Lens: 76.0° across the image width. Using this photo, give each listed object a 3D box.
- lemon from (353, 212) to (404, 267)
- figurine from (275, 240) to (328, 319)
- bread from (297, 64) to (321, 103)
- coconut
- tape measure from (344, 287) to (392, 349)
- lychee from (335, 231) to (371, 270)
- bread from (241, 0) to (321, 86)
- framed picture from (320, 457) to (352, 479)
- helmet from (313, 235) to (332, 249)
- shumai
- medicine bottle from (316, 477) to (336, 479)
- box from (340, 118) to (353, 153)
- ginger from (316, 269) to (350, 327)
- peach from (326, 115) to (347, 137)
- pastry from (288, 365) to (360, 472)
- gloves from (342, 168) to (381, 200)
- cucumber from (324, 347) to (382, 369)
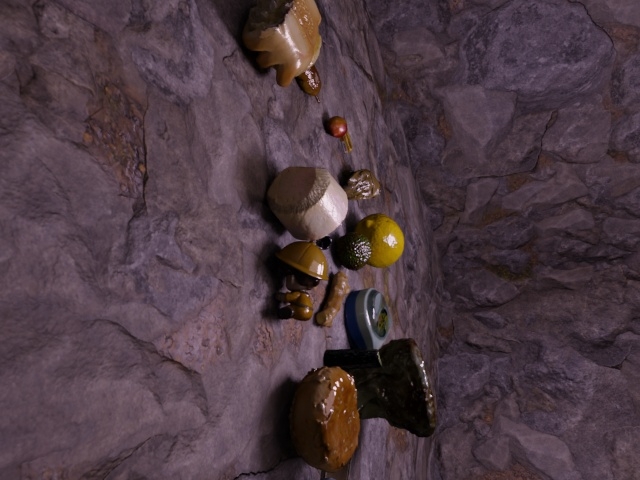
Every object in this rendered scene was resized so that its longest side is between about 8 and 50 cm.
[{"bbox_3d":[0.275,0.002,1.959,0.267,0.268,0.267,28,58,-60],"label":"lemon"},{"bbox_3d":[-0.060,0.129,1.315,0.192,0.167,0.256,38,51,-74],"label":"figurine"},{"bbox_3d":[-0.065,-0.689,1.620,0.344,0.084,0.124,55,37,-45],"label":"bread"},{"bbox_3d":[-0.034,-0.120,1.372,0.244,0.239,0.239,47,43,-48],"label":"coconut"},{"bbox_3d":[0.218,0.349,1.864,0.259,0.138,0.261,-45,123,-61],"label":"tape measure"},{"bbox_3d":[0.144,0.049,1.770,0.171,0.171,0.171,28,58,-60],"label":"lychee"},{"bbox_3d":[-0.126,-0.684,1.367,0.270,0.212,0.315,52,50,-54],"label":"bread"},{"bbox_3d":[0.082,0.781,1.593,0.232,0.024,0.314,57,36,-42],"label":"framed picture"},{"bbox_3d":[-0.002,-0.001,1.603,0.084,0.049,0.065,31,86,-27],"label":"helmet"},{"bbox_3d":[0.259,0.590,1.622,0.395,0.349,0.394,-9,90,-90],"label":"shumai"},{"bbox_3d":[-0.027,0.814,1.217,0.293,0.142,0.141,13,72,-62],"label":"medicine bottle"},{"bbox_3d":[0.120,-0.514,2.025,0.089,0.022,0.156,-52,130,-57],"label":"box"},{"bbox_3d":[0.052,0.236,1.633,0.117,0.065,0.298,66,33,-23],"label":"ginger"},{"bbox_3d":[0.072,-0.512,1.851,0.101,0.101,0.100,28,58,-60],"label":"peach"},{"bbox_3d":[0.002,0.554,1.299,0.284,0.184,0.315,-22,106,-60],"label":"pastry"},{"bbox_3d":[0.214,-0.275,2.019,0.331,0.141,0.154,-3,87,-64],"label":"gloves"},{"bbox_3d":[0.121,0.453,1.544,0.062,0.212,0.077,-33,115,-64],"label":"cucumber"}]
